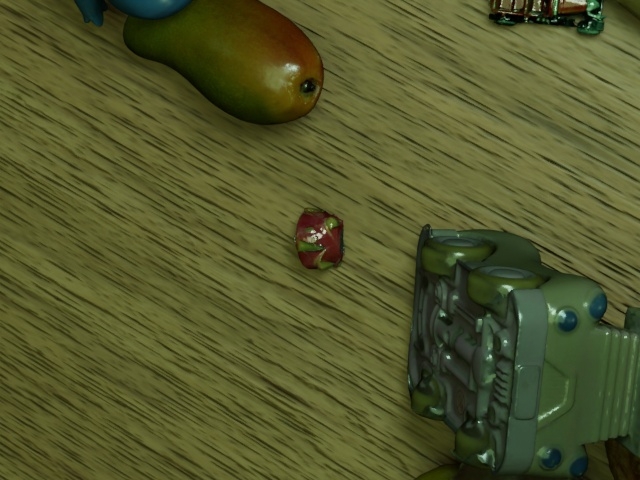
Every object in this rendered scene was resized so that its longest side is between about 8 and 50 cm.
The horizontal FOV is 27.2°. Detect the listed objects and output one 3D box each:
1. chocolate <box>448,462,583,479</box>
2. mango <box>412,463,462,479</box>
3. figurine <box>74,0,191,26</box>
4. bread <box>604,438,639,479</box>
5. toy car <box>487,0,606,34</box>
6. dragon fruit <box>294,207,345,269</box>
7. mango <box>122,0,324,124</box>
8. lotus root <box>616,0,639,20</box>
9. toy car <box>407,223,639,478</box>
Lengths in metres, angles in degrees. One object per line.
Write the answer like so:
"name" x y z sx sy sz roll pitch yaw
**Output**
"chocolate" 0.282 0.347 1.627 0.261 0.083 0.161 38 73 -15
"mango" 0.166 0.415 1.723 0.167 0.130 0.262 8 106 15
"figurine" -0.284 -0.453 1.655 0.298 0.243 0.416 -45 87 11
"bread" 0.463 0.252 1.526 0.312 0.172 0.312 39 138 45
"toy car" 0.276 -0.291 1.603 0.143 0.054 0.073 10 101 15
"dragon fruit" 0.000 0.000 1.734 0.056 0.060 0.083 1 98 20
"mango" -0.118 -0.246 1.688 0.289 0.129 0.146 34 125 17
"lotus root" 0.393 -0.316 1.515 0.303 0.146 0.131 39 105 9
"toy car" 0.243 0.124 1.560 0.226 0.336 0.242 1 101 -14
